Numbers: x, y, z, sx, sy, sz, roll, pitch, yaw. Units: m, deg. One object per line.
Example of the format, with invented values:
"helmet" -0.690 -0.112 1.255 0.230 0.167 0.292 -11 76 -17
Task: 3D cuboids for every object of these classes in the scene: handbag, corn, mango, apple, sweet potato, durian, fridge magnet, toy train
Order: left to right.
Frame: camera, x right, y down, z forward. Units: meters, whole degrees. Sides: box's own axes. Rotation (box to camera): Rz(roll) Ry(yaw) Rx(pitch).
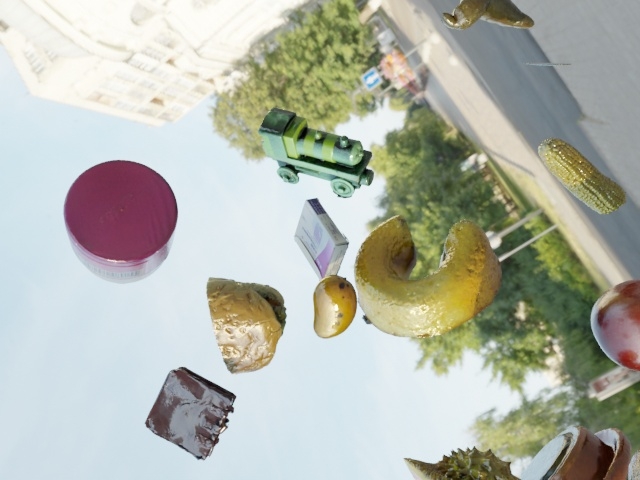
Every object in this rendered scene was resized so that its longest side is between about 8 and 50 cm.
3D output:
"handbag" -0.356 0.479 1.665 0.216 0.203 0.074 25 -174 9
"toy train" -0.005 -0.150 1.041 0.132 0.200 0.083 73 -143 -56
"mango" 0.037 0.173 1.537 0.090 0.115 0.177 -104 13 -71
"durian" 0.252 0.434 1.063 0.224 0.140 0.078 13 173 16
"sweet potato" 0.454 -0.640 1.638 0.310 0.098 0.124 -10 -96 -31
"fridge magnet" 0.566 0.570 1.367 0.155 0.363 0.364 39 -169 15
"corn" 0.700 -0.173 1.604 0.292 0.101 0.101 35 -159 -17
"apple" 0.767 0.201 1.416 0.218 0.201 0.218 28 -146 -22

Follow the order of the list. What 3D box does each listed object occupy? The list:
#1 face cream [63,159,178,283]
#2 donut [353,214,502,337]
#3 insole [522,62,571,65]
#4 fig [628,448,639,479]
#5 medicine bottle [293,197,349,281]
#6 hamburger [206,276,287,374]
"face cream" -0.336 -0.024 1.012 0.175 0.175 0.195 56 156 3
"donut" 0.292 0.095 1.749 0.377 0.435 0.163 -64 -34 -34
"insole" 0.545 -0.431 1.455 0.232 0.080 0.003 -85 -6 -73
"fig" 0.492 0.351 0.873 0.153 0.119 0.119 9 -149 -12
"medicine bottle" 0.000 0.000 1.769 0.052 0.171 0.201 -11 -129 -30
"hamburger" -0.193 0.237 1.720 0.162 0.209 0.329 -94 -11 -62
